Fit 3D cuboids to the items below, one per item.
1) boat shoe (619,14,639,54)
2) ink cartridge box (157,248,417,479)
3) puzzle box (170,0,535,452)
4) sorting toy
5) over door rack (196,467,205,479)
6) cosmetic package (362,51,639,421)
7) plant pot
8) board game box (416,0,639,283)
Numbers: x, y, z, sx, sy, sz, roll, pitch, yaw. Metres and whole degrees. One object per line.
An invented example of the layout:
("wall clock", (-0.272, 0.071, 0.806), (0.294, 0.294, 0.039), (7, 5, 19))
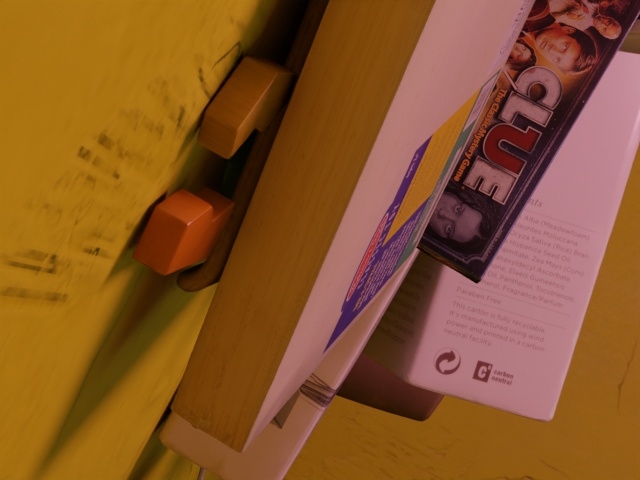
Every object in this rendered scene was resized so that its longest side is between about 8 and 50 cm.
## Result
("boat shoe", (0.208, -0.211, 1.237), (0.319, 0.116, 0.099), (21, -82, 54))
("ink cartridge box", (-0.010, 0.062, 1.333), (0.273, 0.115, 0.198), (-60, 176, 18))
("puzzle box", (0.055, -0.101, 0.846), (0.272, 0.052, 0.409), (-45, 161, -57))
("sorting toy", (-0.014, -0.078, 0.845), (0.229, 0.041, 0.307), (-63, 169, 15))
("over door rack", (-0.069, 0.191, 1.652), (0.239, 0.108, 0.324), (-62, 175, 26))
("cosmetic package", (0.195, -0.067, 1.565), (0.230, 0.161, 0.453), (-154, -99, -77))
("plant pot", (0.071, 0.114, 1.956), (0.263, 0.229, 0.263), (-58, 177, -5))
("board game box", (0.105, -0.115, 1.097), (0.243, 0.165, 0.042), (-59, 176, -5))
